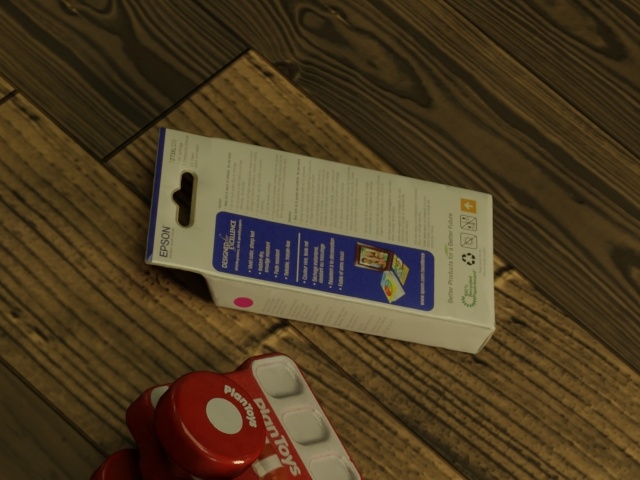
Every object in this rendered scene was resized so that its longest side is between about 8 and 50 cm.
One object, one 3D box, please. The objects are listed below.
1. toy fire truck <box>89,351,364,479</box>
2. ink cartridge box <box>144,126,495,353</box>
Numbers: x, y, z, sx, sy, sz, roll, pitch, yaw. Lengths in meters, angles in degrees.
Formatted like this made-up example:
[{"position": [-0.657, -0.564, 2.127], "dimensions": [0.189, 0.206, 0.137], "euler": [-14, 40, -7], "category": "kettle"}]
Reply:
[{"position": [-0.046, 0.245, 1.776], "dimensions": [0.254, 0.169, 0.302], "euler": [-10, 59, -46], "category": "toy fire truck"}, {"position": [0.000, 0.000, 2.009], "dimensions": [0.371, 0.069, 0.175], "euler": [13, 54, -14], "category": "ink cartridge box"}]
